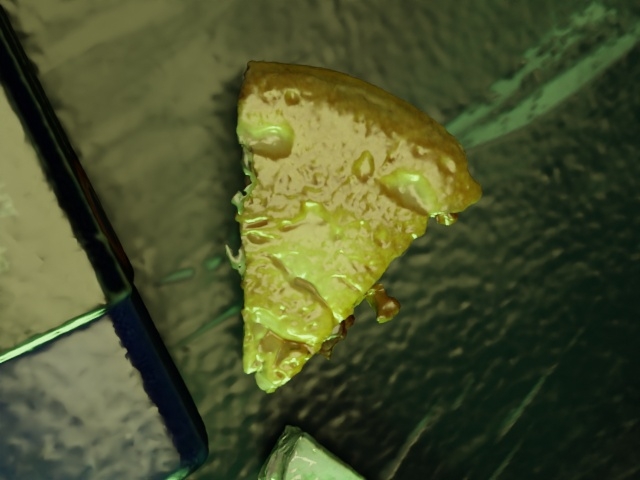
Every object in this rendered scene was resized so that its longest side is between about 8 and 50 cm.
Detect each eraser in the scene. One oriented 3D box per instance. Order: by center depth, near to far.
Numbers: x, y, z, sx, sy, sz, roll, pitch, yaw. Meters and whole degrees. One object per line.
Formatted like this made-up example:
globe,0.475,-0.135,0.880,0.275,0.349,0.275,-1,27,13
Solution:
eraser,-0.195,0.000,0.458,0.155,0.101,0.332,-26,100,-8

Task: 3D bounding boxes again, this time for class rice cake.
rice cake,0.052,0.195,0.570,0.211,0.034,0.043,38,79,-13

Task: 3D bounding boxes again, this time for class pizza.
pizza,-0.001,-0.001,0.521,0.154,0.069,0.194,19,98,-14
